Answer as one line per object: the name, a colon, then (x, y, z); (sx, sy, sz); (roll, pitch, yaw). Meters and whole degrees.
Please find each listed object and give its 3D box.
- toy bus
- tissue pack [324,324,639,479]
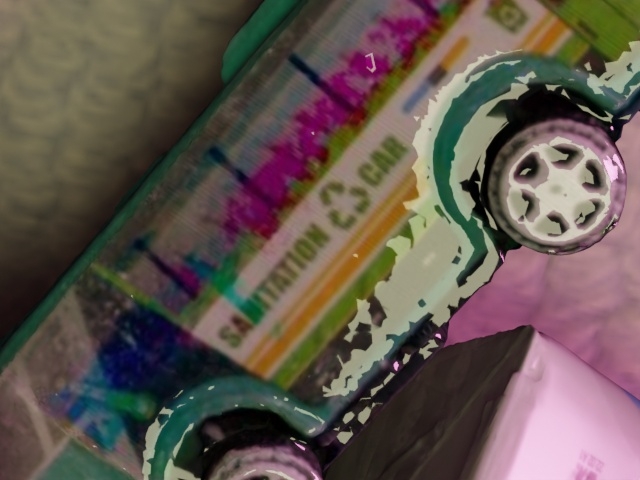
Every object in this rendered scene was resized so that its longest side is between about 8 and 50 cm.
toy bus: (0.000, 0.000, 0.536); (0.109, 0.091, 0.262); (41, 103, -1)
tissue pack: (0.085, 0.155, 0.609); (0.229, 0.145, 0.159); (33, 64, -22)
